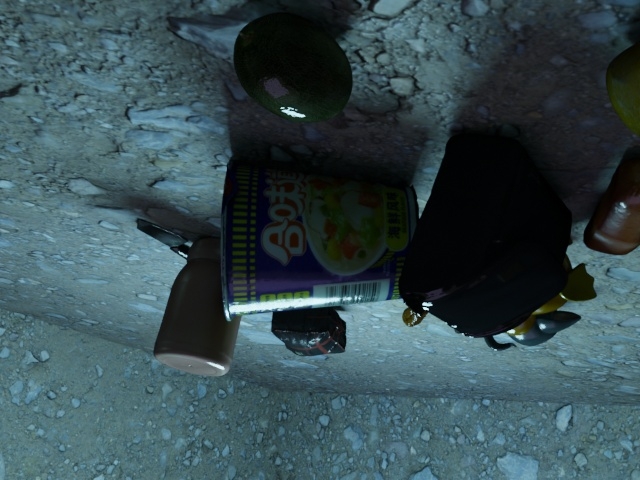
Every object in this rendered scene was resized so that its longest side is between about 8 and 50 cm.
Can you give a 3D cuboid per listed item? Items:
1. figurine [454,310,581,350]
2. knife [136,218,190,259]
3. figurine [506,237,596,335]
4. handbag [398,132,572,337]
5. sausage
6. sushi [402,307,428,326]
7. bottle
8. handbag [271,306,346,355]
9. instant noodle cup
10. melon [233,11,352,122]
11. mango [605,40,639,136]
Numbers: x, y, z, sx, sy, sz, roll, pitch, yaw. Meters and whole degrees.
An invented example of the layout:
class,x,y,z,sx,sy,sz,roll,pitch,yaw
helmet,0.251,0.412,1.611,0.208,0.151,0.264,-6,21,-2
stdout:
class,x,y,z,sx,sy,sz,roll,pitch,yaw
figurine,0.447,0.183,1.744,0.265,0.140,0.193,-15,161,-29
knife,-0.343,-0.002,1.750,0.060,0.028,0.230,-16,149,27
figurine,0.360,0.067,1.379,0.215,0.215,0.228,9,173,-2
handbag,0.267,0.020,1.139,0.177,0.275,0.302,8,165,34
sausage,0.473,-0.044,1.170,0.089,0.084,0.300,5,164,10
sushi,0.253,0.193,1.999,0.060,0.062,0.118,-20,175,-24
bottle,-0.257,0.147,1.719,0.173,0.297,0.206,6,157,9
handbag,-0.023,0.242,2.111,0.169,0.155,0.215,-5,156,17
instant noodle cup,0.000,0.000,1.271,0.312,0.284,0.284,1,162,-2
melon,-0.034,-0.199,0.881,0.114,0.114,0.167,-8,158,41
mango,0.414,-0.162,0.687,0.221,0.199,0.384,9,175,-24
